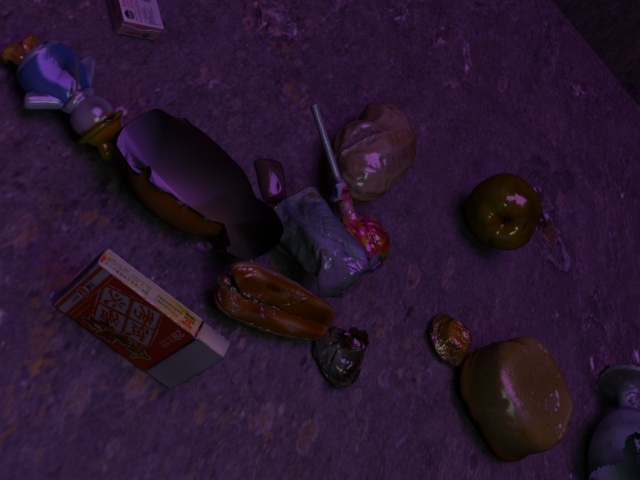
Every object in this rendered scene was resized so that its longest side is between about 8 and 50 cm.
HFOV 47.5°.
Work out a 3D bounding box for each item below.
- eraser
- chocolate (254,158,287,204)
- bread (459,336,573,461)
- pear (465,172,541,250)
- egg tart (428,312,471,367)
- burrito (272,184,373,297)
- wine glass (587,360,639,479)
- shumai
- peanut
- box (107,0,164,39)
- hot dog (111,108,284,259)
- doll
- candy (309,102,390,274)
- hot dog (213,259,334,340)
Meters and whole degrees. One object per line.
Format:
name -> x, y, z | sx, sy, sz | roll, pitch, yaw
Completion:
eraser -> -0.266, 0.124, 1.081 | 0.230, 0.157, 0.038 | 40, 42, -18
chocolate -> -0.096, -0.123, 1.477 | 0.065, 0.031, 0.100 | 5, 65, -36
bread -> 0.429, 0.344, 1.602 | 0.270, 0.148, 0.269 | 18, 59, -33
pear -> 0.466, -0.077, 1.859 | 0.200, 0.200, 0.199 | 22, 53, -32
egg tart -> 0.297, 0.221, 1.621 | 0.130, 0.052, 0.130 | 25, 50, -34
burrito -> 0.000, 0.000, 1.374 | 0.144, 0.089, 0.229 | -34, 58, -18
wine glass -> 0.765, 0.485, 1.804 | 0.190, 0.190, 0.357 | 45, 39, -13
shumai -> 0.052, 0.210, 1.376 | 0.099, 0.087, 0.123 | -19, 81, -48
peanut -> 0.119, -0.194, 1.631 | 0.174, 0.158, 0.340 | 30, 36, 14
box -> -0.364, -0.458, 1.416 | 0.089, 0.043, 0.125 | 0, 67, -43
hot dog -> -0.231, -0.075, 1.275 | 0.326, 0.107, 0.194 | 54, 52, -17
doll -> -0.414, -0.240, 1.205 | 0.241, 0.099, 0.135 | 50, 20, -10
candy -> 0.045, -0.100, 1.458 | 0.124, 0.124, 0.365 | -40, 118, -47
hot dog -> -0.079, 0.116, 1.303 | 0.270, 0.072, 0.109 | 28, 90, -37
